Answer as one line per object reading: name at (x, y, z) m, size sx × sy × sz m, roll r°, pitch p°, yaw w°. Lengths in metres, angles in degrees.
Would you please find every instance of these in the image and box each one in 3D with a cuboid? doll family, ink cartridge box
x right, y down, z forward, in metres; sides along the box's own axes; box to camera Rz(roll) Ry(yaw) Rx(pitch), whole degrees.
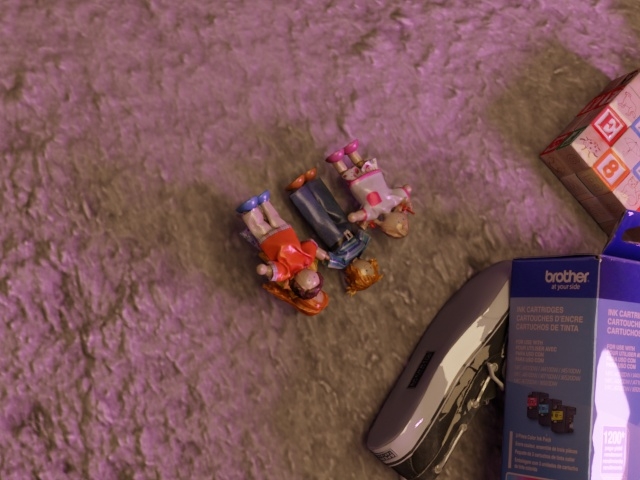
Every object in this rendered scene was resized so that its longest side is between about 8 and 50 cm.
doll family at (0.000, 0.000, 1.528) m, size 0.263 × 0.118 × 0.163 m, roll -32°, pitch 87°, yaw -38°
ink cartridge box at (0.369, 0.164, 1.547) m, size 0.270 × 0.151 × 0.395 m, roll 8°, pitch 82°, yaw -38°

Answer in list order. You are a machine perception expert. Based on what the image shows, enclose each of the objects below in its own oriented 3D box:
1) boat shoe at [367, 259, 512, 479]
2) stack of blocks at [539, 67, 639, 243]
boat shoe at (0.181, 0.167, 1.553) m, size 0.105 × 0.113 × 0.306 m, roll 41°, pitch 65°, yaw -18°
stack of blocks at (0.465, -0.068, 1.692) m, size 0.171 × 0.087 × 0.297 m, roll -44°, pitch 98°, yaw -19°
